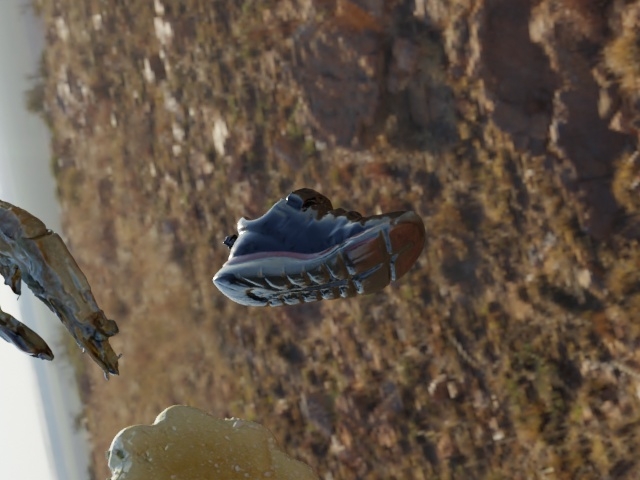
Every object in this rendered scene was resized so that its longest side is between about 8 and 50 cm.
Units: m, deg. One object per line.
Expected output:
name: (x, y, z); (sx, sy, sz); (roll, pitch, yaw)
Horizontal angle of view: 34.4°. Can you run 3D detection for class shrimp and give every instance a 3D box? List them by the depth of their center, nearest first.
shrimp: (-0.441, 0.088, 1.582); (0.360, 0.085, 0.247); (44, 126, 3)

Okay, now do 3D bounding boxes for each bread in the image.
bread: (-0.136, 0.329, 1.339); (0.316, 0.316, 0.054); (60, 139, 46)

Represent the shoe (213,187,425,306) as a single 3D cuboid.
shoe: (0.000, 0.000, 1.351); (0.114, 0.291, 0.137); (53, -147, -50)
